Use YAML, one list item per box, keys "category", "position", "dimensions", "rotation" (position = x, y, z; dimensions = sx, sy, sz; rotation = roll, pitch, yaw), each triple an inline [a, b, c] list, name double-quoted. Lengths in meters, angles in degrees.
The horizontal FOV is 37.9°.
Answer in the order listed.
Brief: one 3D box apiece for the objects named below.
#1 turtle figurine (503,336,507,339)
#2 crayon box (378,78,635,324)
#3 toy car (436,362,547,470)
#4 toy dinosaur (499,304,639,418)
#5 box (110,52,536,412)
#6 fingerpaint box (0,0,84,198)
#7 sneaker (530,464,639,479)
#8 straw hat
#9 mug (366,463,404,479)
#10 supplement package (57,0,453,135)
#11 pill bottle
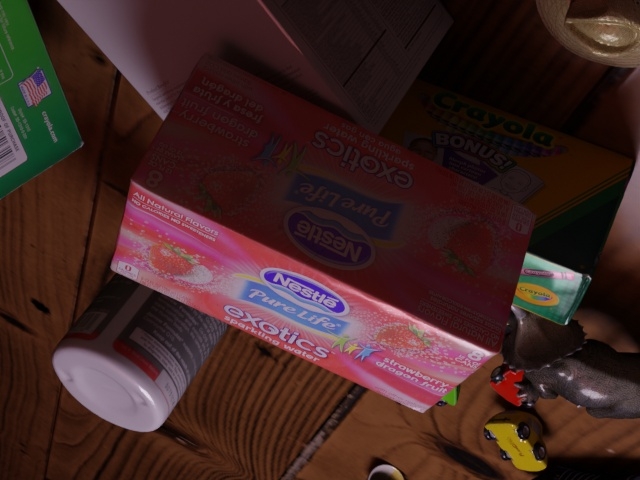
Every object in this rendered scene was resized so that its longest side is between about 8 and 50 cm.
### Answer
- category: "turtle figurine"
  position: [0.109, 0.076, 1.127]
  dimensions: [0.270, 0.087, 0.217]
  rotation: [-3, 130, 39]
- category: "crayon box"
  position: [0.140, -0.051, 0.900]
  dimensions: [0.279, 0.165, 0.081]
  rotation: [23, 142, 14]
- category: "toy car"
  position: [0.200, 0.191, 1.216]
  dimensions: [0.225, 0.053, 0.239]
  rotation: [16, 139, 22]
- category: "toy dinosaur"
  position: [0.302, 0.148, 1.006]
  dimensions: [0.314, 0.121, 0.160]
  rotation: [29, 176, -1]
- category: "box"
  position: [0.000, 0.000, 0.761]
  dimensions: [0.300, 0.142, 0.154]
  rotation: [26, 147, -5]
- category: "fingerpaint box"
  position: [-0.485, -0.302, 1.018]
  dimensions: [0.371, 0.163, 0.444]
  rotation: [29, 146, 35]
- category: "sneaker"
  position: [0.357, 0.338, 1.251]
  dimensions: [0.232, 0.090, 0.081]
  rotation: [-19, 120, 22]
- category: "straw hat"
  position: [0.238, -0.184, 0.766]
  dimensions: [0.145, 0.061, 0.144]
  rotation: [20, 142, 17]
- category: "mug"
  position: [0.105, 0.409, 1.523]
  dimensions: [0.078, 0.062, 0.064]
  rotation: [38, 151, 5]
- category: "supplement package"
  position: [-0.058, -0.215, 0.836]
  dimensions: [0.199, 0.198, 0.262]
  rotation: [-17, 121, 46]
- category: "pill bottle"
  position: [-0.200, 0.090, 1.207]
  dimensions: [0.161, 0.283, 0.161]
  rotation: [20, 141, 17]
